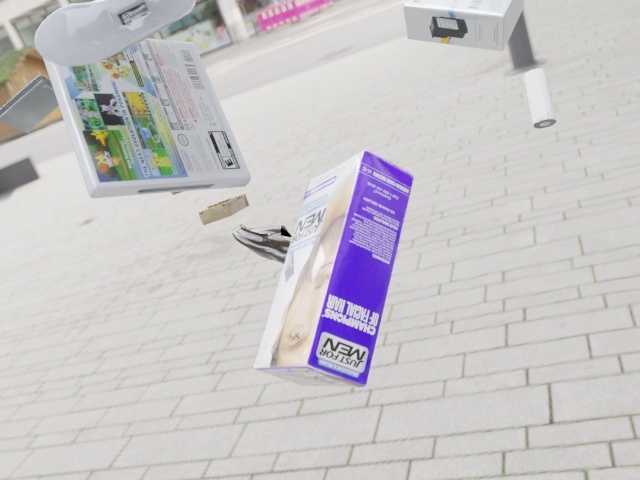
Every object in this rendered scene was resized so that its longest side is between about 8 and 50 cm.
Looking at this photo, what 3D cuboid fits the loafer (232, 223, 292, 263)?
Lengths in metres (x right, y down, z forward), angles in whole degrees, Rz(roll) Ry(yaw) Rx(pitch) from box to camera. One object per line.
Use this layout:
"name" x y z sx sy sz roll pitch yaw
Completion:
"loafer" -0.098 0.003 1.399 0.220 0.080 0.078 22 81 29

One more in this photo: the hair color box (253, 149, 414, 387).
"hair color box" 0.020 0.049 0.985 0.185 0.110 0.339 -22 50 59

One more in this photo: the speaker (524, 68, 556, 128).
"speaker" 0.532 -0.345 1.541 0.055 0.136 0.055 -6 -13 -1

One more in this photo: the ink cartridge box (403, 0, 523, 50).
"ink cartridge box" 0.248 -0.404 1.096 0.175 0.072 0.127 16 60 24

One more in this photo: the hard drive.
"hard drive" -0.619 -0.293 1.370 0.135 0.022 0.094 -37 -15 8

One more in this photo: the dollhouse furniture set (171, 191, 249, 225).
"dollhouse furniture set" -0.331 -0.188 1.941 0.212 0.242 0.161 -18 9 16

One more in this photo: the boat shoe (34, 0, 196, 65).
"boat shoe" -0.317 -0.342 1.008 0.258 0.095 0.084 -19 13 -4

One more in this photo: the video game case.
"video game case" -0.309 -0.231 1.136 0.299 0.329 0.036 -9 -23 -40
